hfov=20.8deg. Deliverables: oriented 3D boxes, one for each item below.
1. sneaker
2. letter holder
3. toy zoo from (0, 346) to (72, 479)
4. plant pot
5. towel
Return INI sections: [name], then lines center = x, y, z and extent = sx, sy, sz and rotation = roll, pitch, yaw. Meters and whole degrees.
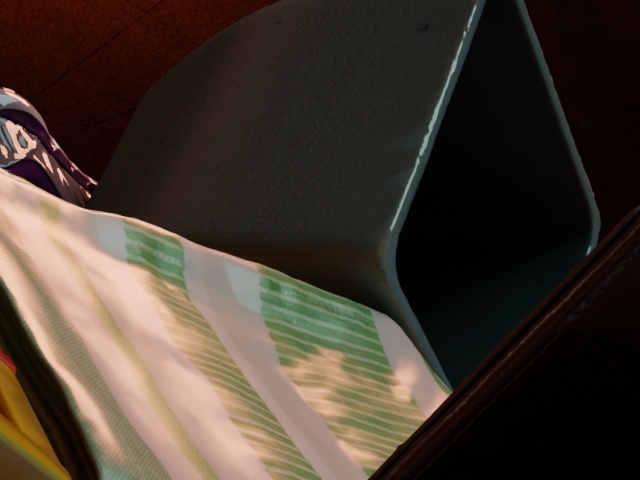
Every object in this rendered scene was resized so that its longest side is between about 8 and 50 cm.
[sneaker]
center = -0.166, 0.002, 1.106
extent = 0.224, 0.083, 0.098
rotation = 45, 22, -44
[letter holder]
center = 0.144, 0.147, 0.587
extent = 0.152, 0.214, 0.302
rotation = 41, -4, 37
[toy zoo]
center = -0.156, -0.019, 0.436
extent = 0.192, 0.030, 0.293
rotation = 45, -3, -23
[plant pot]
center = 0.000, 0.000, 1.069
extent = 0.252, 0.248, 0.247
rotation = 0, -41, 28
[towel]
center = -0.016, 0.065, 0.707
extent = 0.325, 0.038, 0.248
rotation = 27, 16, -44
